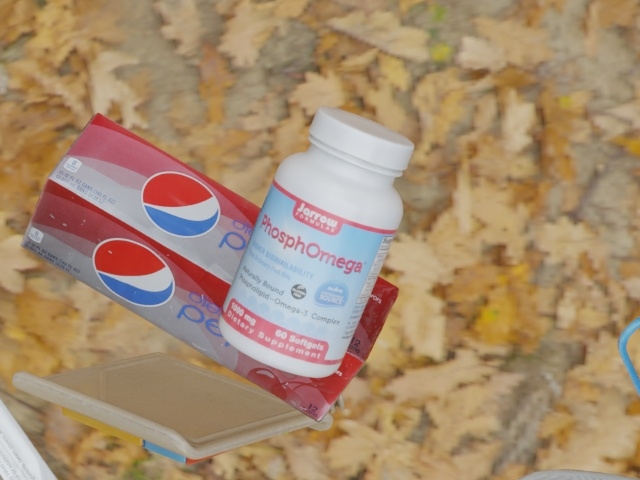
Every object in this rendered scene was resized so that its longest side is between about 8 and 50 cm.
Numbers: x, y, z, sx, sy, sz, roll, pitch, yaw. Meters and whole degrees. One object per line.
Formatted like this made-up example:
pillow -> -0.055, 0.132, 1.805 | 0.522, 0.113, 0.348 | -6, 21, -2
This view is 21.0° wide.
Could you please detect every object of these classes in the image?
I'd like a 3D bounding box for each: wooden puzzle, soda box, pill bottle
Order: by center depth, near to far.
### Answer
pill bottle -> 0.000, 0.000, 1.108 | 0.087, 0.087, 0.160 | 16, 103, -24
soda box -> -0.081, 0.020, 1.276 | 0.263, 0.092, 0.083 | 30, 46, -2
wooden puzzle -> -0.139, 0.160, 1.644 | 0.239, 0.221, 0.044 | -1, 105, -55

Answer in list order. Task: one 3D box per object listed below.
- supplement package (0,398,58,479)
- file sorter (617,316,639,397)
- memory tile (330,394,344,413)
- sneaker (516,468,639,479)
supplement package -> -0.237, 0.232, 1.103 | 0.145, 0.262, 0.204 | -32, 77, -27
file sorter -> 0.227, 0.106, 0.811 | 0.104, 0.170, 0.118 | -28, 140, 6
memory tile -> -0.013, 0.070, 1.419 | 0.012, 0.113, 0.148 | -17, 87, -7
sneaker -> 0.219, 0.238, 0.911 | 0.108, 0.293, 0.169 | -54, 159, -53
